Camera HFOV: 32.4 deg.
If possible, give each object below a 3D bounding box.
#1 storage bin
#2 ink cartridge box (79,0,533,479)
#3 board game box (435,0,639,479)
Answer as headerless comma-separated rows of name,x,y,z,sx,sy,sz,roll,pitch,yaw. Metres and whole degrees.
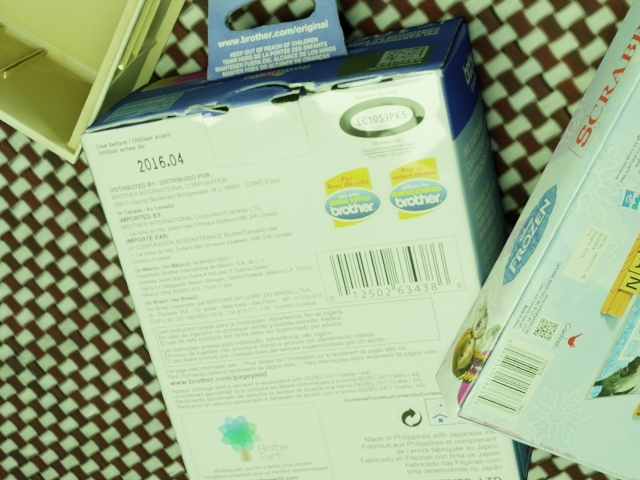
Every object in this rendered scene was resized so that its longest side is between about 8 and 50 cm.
storage bin,-0.220,-0.245,0.801,0.262,0.123,0.260,31,119,1
ink cartridge box,0.000,0.000,0.831,0.270,0.151,0.396,-8,113,17
board game box,0.287,0.024,0.722,0.318,0.066,0.319,23,106,-13
